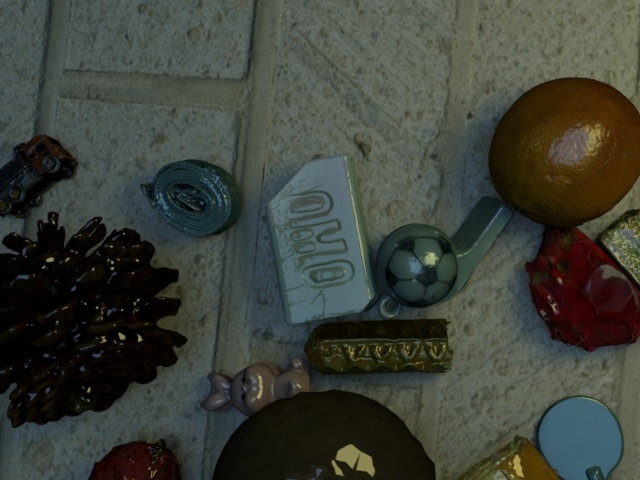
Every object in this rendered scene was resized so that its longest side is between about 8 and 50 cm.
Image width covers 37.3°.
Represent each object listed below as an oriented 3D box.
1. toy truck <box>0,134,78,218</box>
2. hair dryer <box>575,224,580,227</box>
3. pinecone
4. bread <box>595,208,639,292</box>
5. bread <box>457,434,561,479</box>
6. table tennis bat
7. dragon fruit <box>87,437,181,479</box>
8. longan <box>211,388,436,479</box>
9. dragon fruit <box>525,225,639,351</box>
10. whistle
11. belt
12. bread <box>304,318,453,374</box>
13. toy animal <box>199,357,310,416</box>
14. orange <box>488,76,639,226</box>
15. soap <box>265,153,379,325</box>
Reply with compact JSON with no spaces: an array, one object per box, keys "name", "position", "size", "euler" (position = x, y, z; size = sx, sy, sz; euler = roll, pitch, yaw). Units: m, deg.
[{"name":"toy truck","position":[-0.568,-0.120,1.830],"size":[0.192,0.083,0.092],"euler":[-39,77,5]},{"name":"hair dryer","position":[0.455,-0.007,1.711],"size":[0.047,0.026,0.083],"euler":[-14,92,9]},{"name":"pinecone","position":[-0.430,0.126,1.661],"size":[0.398,0.398,0.397],"euler":[0,87,8]},{"name":"bread","position":[0.570,0.041,1.634],"size":[0.102,0.138,0.196],"euler":[-39,80,9]},{"name":"bread","position":[0.372,0.542,1.617],"size":[0.237,0.165,0.375],"euler":[-38,81,2]},{"name":"table tennis bat","position":[0.476,0.392,1.678],"size":[0.149,0.038,0.237],"euler":[-22,80,4]},{"name":"dragon fruit","position":[-0.338,0.456,1.722],"size":[0.209,0.172,0.172],"euler":[-42,82,-5]},{"name":"longan","position":[0.008,0.447,1.552],"size":[0.404,0.436,0.403],"euler":[0,61,1]},{"name":"dragon fruit","position":[0.461,0.087,1.643],"size":[0.163,0.189,0.261],"euler":[-37,85,-23]},{"name":"whistle","position":[0.194,0.017,1.681],"size":[0.163,0.163,0.289],"euler":[35,91,9]},{"name":"belt","position":[-0.231,-0.082,1.782],"size":[0.148,0.082,0.163],"euler":[-38,86,15]},{"name":"bread","position":[0.104,0.193,1.714],"size":[0.270,0.087,0.098],"euler":[-2,87,7]},{"name":"toy animal","position":[-0.122,0.277,1.728],"size":[0.213,0.124,0.124],"euler":[-2,86,4]},{"name":"orange","position":[0.413,-0.147,1.608],"size":[0.264,0.264,0.264],"euler":[0,87,8]},{"name":"soap","position":[0.000,0.000,1.736],"size":[0.173,0.095,0.289],"euler":[-10,85,7]}]
